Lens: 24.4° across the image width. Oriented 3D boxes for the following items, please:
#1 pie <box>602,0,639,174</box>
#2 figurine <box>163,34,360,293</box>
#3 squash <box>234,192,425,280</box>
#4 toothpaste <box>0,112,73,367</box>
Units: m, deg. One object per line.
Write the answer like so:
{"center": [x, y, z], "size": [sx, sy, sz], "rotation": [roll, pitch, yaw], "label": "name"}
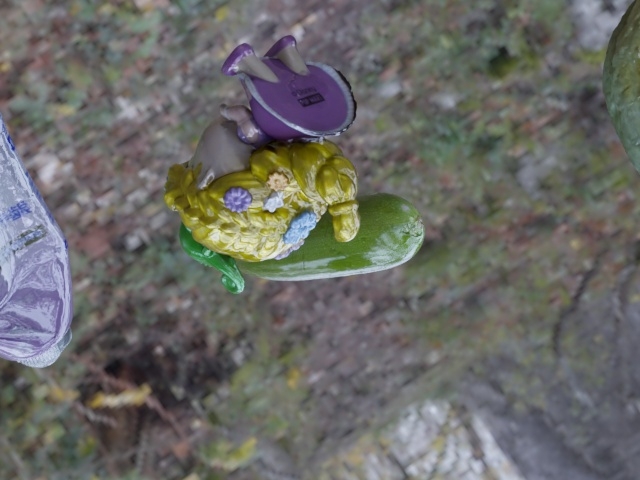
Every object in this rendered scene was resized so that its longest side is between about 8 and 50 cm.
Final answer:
{"center": [0.393, -0.131, 1.314], "size": [0.302, 0.302, 0.067], "rotation": [-35, 174, -19], "label": "pie"}
{"center": [-0.031, -0.020, 0.818], "size": [0.095, 0.115, 0.156], "rotation": [-8, 150, -39], "label": "figurine"}
{"center": [0.000, 0.000, 1.258], "size": [0.201, 0.066, 0.066], "rotation": [-8, -161, 36], "label": "squash"}
{"center": [-0.157, -0.013, 0.699], "size": [0.301, 0.048, 0.075], "rotation": [90, 17, -61], "label": "toothpaste"}
